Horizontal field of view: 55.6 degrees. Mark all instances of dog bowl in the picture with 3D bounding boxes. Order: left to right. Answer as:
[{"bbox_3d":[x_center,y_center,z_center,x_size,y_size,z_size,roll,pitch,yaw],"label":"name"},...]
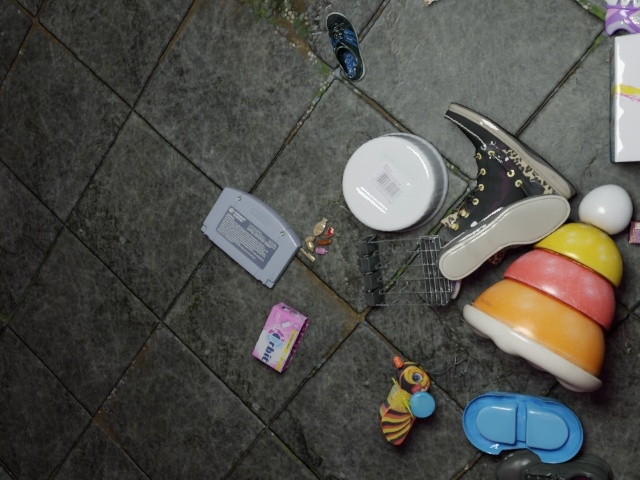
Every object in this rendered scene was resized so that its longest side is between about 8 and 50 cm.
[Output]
[{"bbox_3d":[0.533,0.485,1.612,0.298,0.074,0.165,2,98,21],"label":"dog bowl"}]

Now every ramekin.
[{"bbox_3d":[0.193,-0.153,1.628,0.277,0.135,0.277,3,98,22],"label":"ramekin"}]

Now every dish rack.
[{"bbox_3d":[0.233,0.083,1.651,0.272,0.074,0.208,-4,97,33],"label":"dish rack"}]

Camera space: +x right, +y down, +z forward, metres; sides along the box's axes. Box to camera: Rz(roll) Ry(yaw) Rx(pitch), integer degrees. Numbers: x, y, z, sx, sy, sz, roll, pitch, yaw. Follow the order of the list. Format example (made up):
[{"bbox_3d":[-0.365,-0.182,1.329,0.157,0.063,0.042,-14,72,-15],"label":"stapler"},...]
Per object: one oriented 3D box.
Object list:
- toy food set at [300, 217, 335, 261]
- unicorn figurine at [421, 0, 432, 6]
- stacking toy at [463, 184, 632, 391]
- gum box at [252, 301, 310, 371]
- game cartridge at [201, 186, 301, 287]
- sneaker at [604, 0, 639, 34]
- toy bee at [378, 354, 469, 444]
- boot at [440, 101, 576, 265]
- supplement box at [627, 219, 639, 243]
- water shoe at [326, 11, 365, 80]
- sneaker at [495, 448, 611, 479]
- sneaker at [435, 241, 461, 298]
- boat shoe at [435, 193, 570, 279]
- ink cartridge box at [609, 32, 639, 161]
[{"bbox_3d":[0.000,0.000,1.788,0.078,0.019,0.122,43,102,11],"label":"toy food set"},{"bbox_3d":[0.321,-0.668,1.556,0.111,0.060,0.161,-1,81,22],"label":"unicorn figurine"},{"bbox_3d":[0.598,0.081,1.443,0.351,0.350,0.479,31,92,15],"label":"stacking toy"},{"bbox_3d":[-0.118,0.289,1.847,0.107,0.062,0.188,29,107,16],"label":"gum box"},{"bbox_3d":[-0.207,-0.021,1.848,0.297,0.062,0.198,39,105,12],"label":"game cartridge"},{"bbox_3d":[0.763,-0.498,1.387,0.237,0.095,0.104,18,110,23],"label":"sneaker"},{"bbox_3d":[0.240,0.400,1.670,0.162,0.195,0.298,39,73,-8],"label":"toy bee"},{"bbox_3d":[0.409,-0.142,1.543,0.377,0.138,0.284,38,109,2],"label":"boot"},{"bbox_3d":[0.788,-0.019,1.460,0.083,0.043,0.054,5,99,20],"label":"supplement box"},{"bbox_3d":[0.067,-0.536,1.655,0.073,0.080,0.203,-25,88,22],"label":"water shoe"},{"bbox_3d":[0.599,0.613,1.574,0.287,0.130,0.108,-10,95,24],"label":"sneaker"},{"bbox_3d":[0.343,0.077,1.638,0.085,0.058,0.152,11,97,14],"label":"sneaker"},{"bbox_3d":[0.426,-0.021,1.463,0.335,0.095,0.112,-30,105,10],"label":"boat shoe"},{"bbox_3d":[0.756,-0.314,1.351,0.197,0.198,0.269,0,96,22],"label":"ink cartridge box"}]
